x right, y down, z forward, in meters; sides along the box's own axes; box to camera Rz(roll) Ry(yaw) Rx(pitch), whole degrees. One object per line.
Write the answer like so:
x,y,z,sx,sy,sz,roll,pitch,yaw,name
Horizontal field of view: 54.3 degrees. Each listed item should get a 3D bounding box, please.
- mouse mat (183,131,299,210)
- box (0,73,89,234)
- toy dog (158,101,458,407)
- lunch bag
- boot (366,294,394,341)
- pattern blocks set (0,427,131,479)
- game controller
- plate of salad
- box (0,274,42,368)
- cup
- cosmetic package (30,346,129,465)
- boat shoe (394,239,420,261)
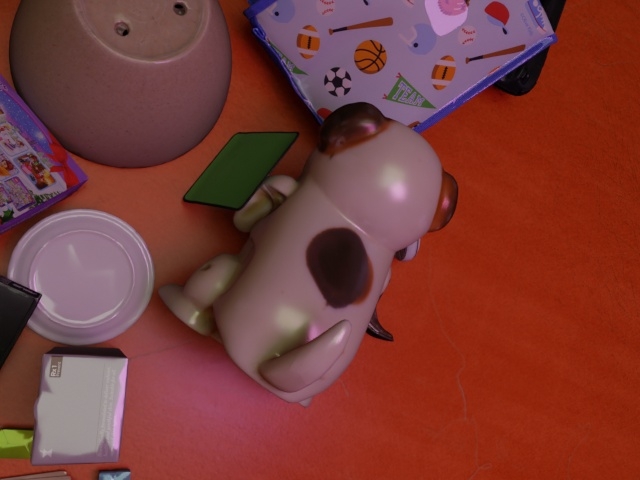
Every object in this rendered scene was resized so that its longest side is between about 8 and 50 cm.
-0.125,-0.110,0.948,0.007,0.190,0.152,47,69,-32,mouse mat
-0.472,-0.149,0.813,0.293,0.057,0.201,52,28,-10,box
0.000,0.000,0.885,0.285,0.395,0.407,37,80,-6,toy dog
0.115,-0.354,1.018,0.386,0.239,0.327,-36,111,6,lunch bag
0.104,0.110,1.100,0.106,0.037,0.114,32,69,-19,boot
-0.434,0.401,0.848,0.325,0.026,0.285,16,79,-20,pattern blocks set
0.389,-0.445,1.230,0.167,0.067,0.319,24,75,-4,game controller
-0.346,0.053,0.911,0.200,0.048,0.199,-2,96,-20,plate of salad
-0.502,0.112,0.821,0.191,0.045,0.184,30,89,-16,box
-0.263,-0.288,0.878,0.331,0.237,0.330,3,83,-23,cup
-0.308,0.203,0.807,0.107,0.238,0.127,6,83,-22,cosmetic package
0.166,-0.076,1.116,0.076,0.083,0.226,0,84,-22,boat shoe
